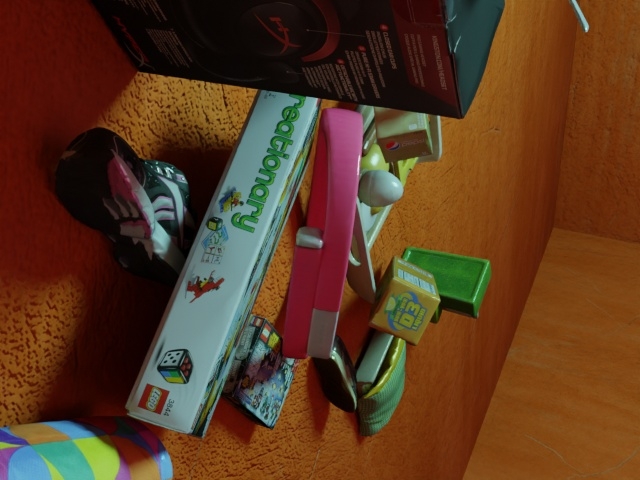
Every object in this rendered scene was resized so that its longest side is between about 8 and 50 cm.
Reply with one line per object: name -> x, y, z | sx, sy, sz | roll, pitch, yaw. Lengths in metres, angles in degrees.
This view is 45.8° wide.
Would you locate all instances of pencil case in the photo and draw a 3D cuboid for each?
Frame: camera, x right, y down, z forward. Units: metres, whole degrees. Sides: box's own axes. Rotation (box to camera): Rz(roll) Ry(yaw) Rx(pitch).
pencil case -> -0.193, 0.176, 0.509 | 0.236, 0.105, 0.104 | 28, 77, -65

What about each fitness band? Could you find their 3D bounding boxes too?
fitness band -> 0.000, 0.000, 0.816 | 0.209, 0.054, 0.290 | -84, -177, -51

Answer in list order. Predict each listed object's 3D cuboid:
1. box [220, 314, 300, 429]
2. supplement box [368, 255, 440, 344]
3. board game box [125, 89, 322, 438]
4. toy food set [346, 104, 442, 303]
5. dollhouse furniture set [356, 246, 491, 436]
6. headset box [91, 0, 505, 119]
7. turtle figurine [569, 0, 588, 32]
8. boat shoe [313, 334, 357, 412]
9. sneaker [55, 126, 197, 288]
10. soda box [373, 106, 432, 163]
box -> -0.069, 0.154, 0.872 | 0.137, 0.027, 0.093 | 60, 46, -58
supplement box -> 0.123, 0.084, 1.120 | 0.078, 0.080, 0.233 | -64, 175, 9
board game box -> -0.076, 0.019, 0.668 | 0.193, 0.053, 0.305 | 109, 1, -74
toy food set -> 0.106, -0.095, 1.063 | 0.306, 0.092, 0.219 | -60, 152, -33
dollhouse furniture set -> 0.180, 0.191, 1.310 | 0.301, 0.151, 0.197 | -61, 153, -32
headset box -> -0.018, -0.194, 0.462 | 0.110, 0.293, 0.218 | -67, 154, -22
turtle figurine -> 0.235, -0.388, 1.075 | 0.266, 0.275, 0.198 | -61, -172, -33
boat shoe -> 0.031, 0.194, 1.091 | 0.049, 0.056, 0.152 | -55, 149, -32
sneaker -> -0.138, -0.035, 0.575 | 0.178, 0.072, 0.077 | 84, 21, -63
soda box -> 0.097, -0.190, 0.945 | 0.058, 0.061, 0.181 | 58, 25, -60
